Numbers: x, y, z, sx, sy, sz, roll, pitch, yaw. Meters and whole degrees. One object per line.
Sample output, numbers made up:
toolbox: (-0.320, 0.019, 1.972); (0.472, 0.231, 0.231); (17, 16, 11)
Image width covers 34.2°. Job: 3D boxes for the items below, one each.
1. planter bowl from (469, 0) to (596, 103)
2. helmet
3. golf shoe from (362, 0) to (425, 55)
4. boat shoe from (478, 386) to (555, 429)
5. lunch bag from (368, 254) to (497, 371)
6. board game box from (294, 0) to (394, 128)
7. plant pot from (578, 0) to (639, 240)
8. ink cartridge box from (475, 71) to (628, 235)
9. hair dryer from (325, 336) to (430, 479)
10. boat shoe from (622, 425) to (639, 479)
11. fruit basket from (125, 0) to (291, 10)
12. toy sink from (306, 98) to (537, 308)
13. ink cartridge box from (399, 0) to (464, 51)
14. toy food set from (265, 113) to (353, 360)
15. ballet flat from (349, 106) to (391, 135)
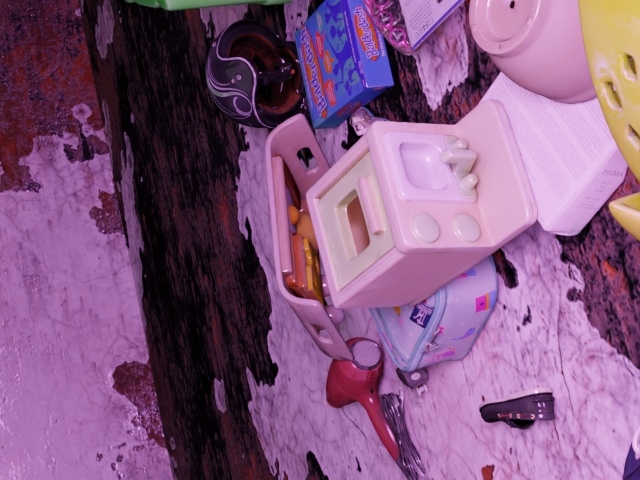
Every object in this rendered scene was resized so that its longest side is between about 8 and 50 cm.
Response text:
planter bowl: (0.213, -0.218, 0.998); (0.162, 0.109, 0.162); (-7, 82, 56)
helmet: (-0.111, -0.275, 1.727); (0.161, 0.169, 0.169); (34, 131, 39)
golf shoe: (0.093, -0.317, 1.373); (0.186, 0.067, 0.086); (66, -175, 21)
boat shoe: (0.231, 0.205, 1.239); (0.133, 0.049, 0.042); (146, 121, -60)
lunch bag: (0.116, 0.027, 1.368); (0.224, 0.108, 0.279); (111, 143, -49)
board game box: (0.030, -0.270, 1.540); (0.210, 0.047, 0.160); (152, 108, -67)
plant pot: (0.328, -0.086, 0.691); (0.227, 0.228, 0.207); (-147, 46, -60)
ink cartridge box: (0.264, -0.145, 1.058); (0.224, 0.056, 0.181); (-55, 45, 35)
hair dryer: (0.075, 0.259, 1.589); (0.293, 0.080, 0.223); (-158, 61, -64)
boat shoe: (0.325, 0.155, 0.893); (0.158, 0.127, 0.340); (3, 102, 59)
fruit basket: (-0.104, -0.497, 1.350); (0.283, 0.392, 0.392); (27, 123, 55)
toy sink: (0.099, -0.038, 1.140); (0.234, 0.131, 0.152); (-40, 58, 51)
ink cartridge box: (0.146, -0.370, 1.224); (0.223, 0.045, 0.224); (144, 117, -62)
toy food set: (0.000, 0.000, 1.521); (0.219, 0.092, 0.306); (61, -160, -61)
ballet flat: (0.073, -0.159, 1.487); (0.114, 0.041, 0.041); (-138, 44, -57)
